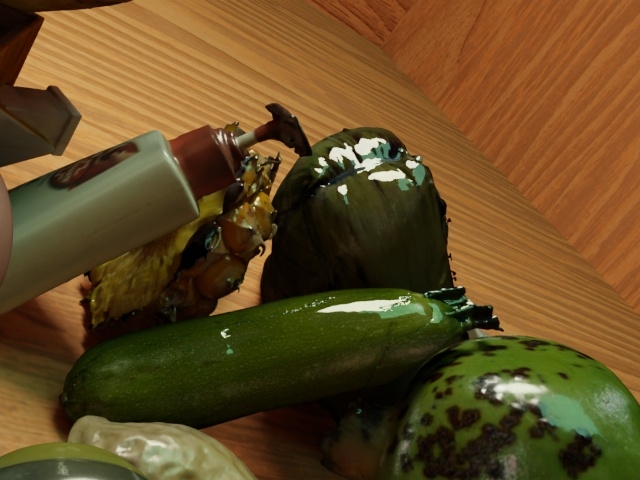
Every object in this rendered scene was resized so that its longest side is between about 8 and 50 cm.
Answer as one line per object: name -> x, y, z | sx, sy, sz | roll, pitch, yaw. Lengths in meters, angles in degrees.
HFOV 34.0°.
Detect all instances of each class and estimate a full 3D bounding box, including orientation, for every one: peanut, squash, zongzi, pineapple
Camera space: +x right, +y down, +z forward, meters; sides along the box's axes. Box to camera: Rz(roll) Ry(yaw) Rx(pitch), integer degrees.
peanut -> -0.067, 0.186, 0.673 | 0.228, 0.086, 0.104 | 38, 28, 4
squash -> -0.026, 0.084, 0.777 | 0.331, 0.087, 0.087 | -12, 36, -12
zongzi -> 0.000, 0.000, 0.999 | 0.360, 0.160, 0.323 | 48, -25, 49
pineapple -> -0.108, 0.002, 0.861 | 0.076, 0.225, 0.225 | 37, 16, -27

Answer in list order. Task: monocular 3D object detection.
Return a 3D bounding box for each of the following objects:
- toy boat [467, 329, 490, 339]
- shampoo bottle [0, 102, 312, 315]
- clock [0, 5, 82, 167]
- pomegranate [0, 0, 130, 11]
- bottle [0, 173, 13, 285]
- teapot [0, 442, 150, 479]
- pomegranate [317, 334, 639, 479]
toy boat -> 0.180, 0.137, 1.275 | 0.295, 0.088, 0.129 | 27, 21, -30
shampoo bottle -> -0.141, -0.033, 0.763 | 0.071, 0.284, 0.153 | 62, 8, -19
clock -> -0.344, -0.125, 0.784 | 0.309, 0.166, 0.235 | 0, 41, -52
pomegranate -> -0.202, -0.315, 0.752 | 0.322, 0.322, 0.322 | 34, 18, -13
bottle -> -0.301, -0.027, 0.551 | 0.173, 0.207, 0.297 | 6, -1, 31
teapot -> -0.127, 0.184, 0.532 | 0.166, 0.130, 0.119 | 65, 10, -47
pomegranate -> 0.132, 0.192, 0.808 | 0.270, 0.254, 0.254 | 24, 17, 5
